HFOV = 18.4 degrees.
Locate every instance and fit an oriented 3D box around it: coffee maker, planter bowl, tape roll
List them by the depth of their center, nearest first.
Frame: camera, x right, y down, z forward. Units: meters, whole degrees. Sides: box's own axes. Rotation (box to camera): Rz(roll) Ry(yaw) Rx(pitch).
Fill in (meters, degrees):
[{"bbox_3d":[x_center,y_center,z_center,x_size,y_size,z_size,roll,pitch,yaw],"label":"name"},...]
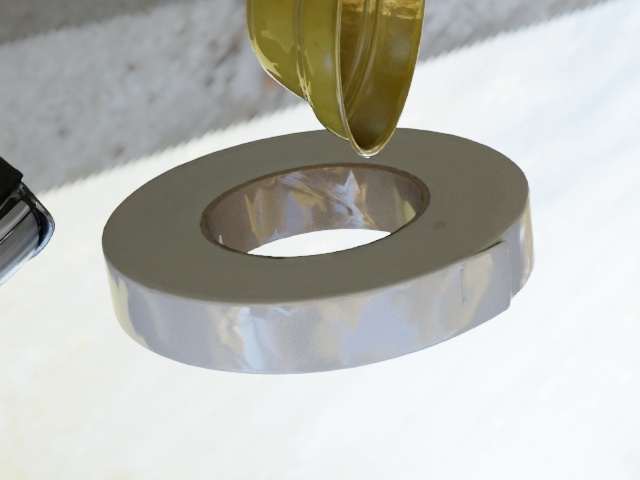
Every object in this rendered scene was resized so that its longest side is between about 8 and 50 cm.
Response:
[{"bbox_3d":[0.005,-0.171,1.398,0.217,0.090,0.217,7,90,-73],"label":"planter bowl"},{"bbox_3d":[-0.324,0.001,1.543,0.178,0.171,0.120,-54,173,-48],"label":"coffee maker"},{"bbox_3d":[0.000,0.000,1.762,0.392,0.392,0.072,-32,124,-44],"label":"tape roll"}]
